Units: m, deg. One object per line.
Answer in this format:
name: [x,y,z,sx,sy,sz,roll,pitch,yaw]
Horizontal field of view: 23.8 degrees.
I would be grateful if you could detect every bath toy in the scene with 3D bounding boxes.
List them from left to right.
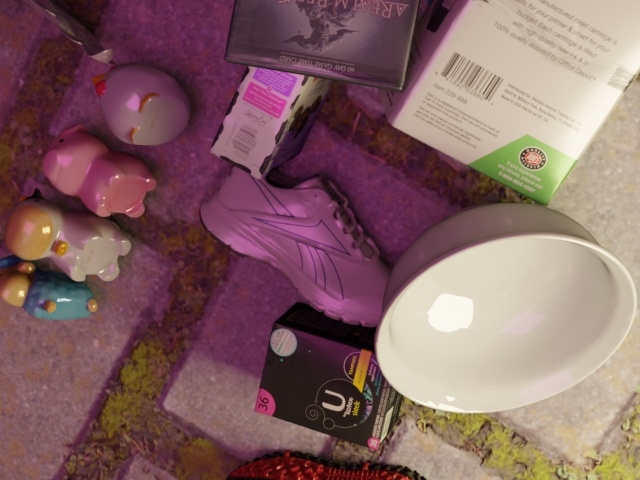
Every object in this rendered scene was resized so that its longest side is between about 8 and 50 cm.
bath toy: [-0.287,-0.073,1.862,0.129,0.151,0.348,47,115,39]

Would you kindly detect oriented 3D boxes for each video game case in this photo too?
video game case: [0.017,-0.309,1.613,0.196,0.026,0.274,11,88,8]

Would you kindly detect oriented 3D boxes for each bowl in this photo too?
bowl: [0.194,0.054,1.712,0.297,0.134,0.298,-7,136,-7]

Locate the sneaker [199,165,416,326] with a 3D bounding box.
sneaker: [0.000,0.000,1.802,0.297,0.111,0.129,32,106,6]

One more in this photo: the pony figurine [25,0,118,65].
pony figurine: [-0.413,-0.352,1.776,0.351,0.302,0.363,39,118,39]

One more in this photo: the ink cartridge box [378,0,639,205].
ink cartridge box: [0.228,-0.217,1.641,0.211,0.121,0.289,27,110,-16]

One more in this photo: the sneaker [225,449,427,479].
sneaker: [0.004,0.343,1.886,0.261,0.104,0.125,6,107,15]

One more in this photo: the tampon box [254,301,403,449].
tampon box: [0.018,0.161,1.836,0.161,0.101,0.120,15,106,13]

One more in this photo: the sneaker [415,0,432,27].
sneaker: [0.108,-0.290,1.720,0.082,0.071,0.191,1,103,22]

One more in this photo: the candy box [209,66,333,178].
candy box: [-0.035,-0.183,1.734,0.070,0.165,0.196,29,110,7]
